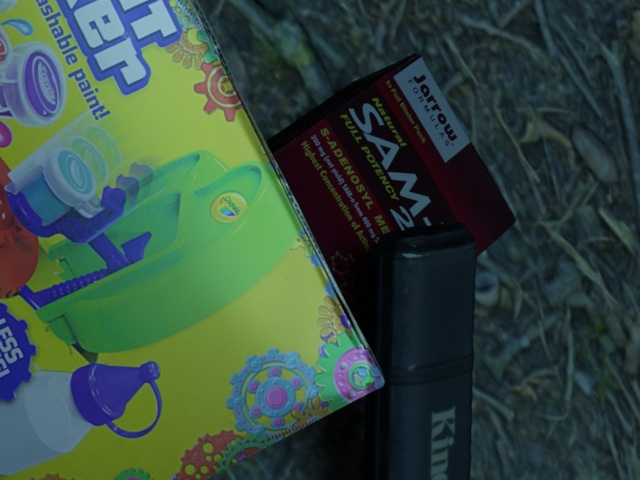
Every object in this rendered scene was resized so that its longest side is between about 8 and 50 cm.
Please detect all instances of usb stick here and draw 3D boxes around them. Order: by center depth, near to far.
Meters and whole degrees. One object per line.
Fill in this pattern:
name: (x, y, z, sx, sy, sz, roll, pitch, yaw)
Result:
usb stick: (0.056, 0.127, 0.890, 0.077, 0.045, 0.278, -11, 105, -49)

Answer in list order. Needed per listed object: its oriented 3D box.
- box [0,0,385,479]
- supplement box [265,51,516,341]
box: (-0.136, -0.037, 0.664, 0.177, 0.279, 0.290, -27, 93, -10)
supplement box: (0.000, 0.000, 0.923, 0.239, 0.073, 0.130, -39, 102, -39)
